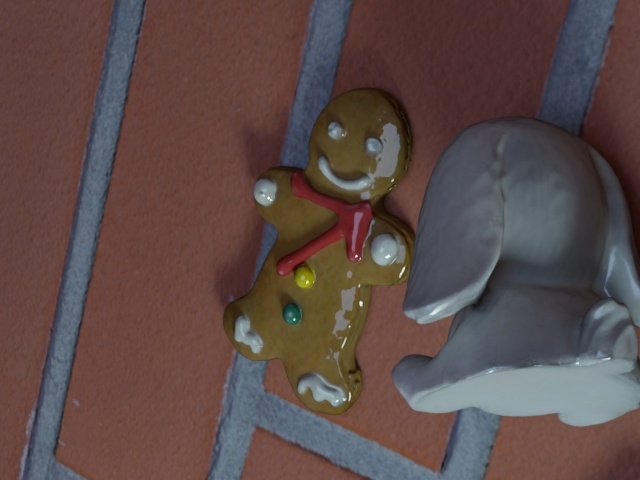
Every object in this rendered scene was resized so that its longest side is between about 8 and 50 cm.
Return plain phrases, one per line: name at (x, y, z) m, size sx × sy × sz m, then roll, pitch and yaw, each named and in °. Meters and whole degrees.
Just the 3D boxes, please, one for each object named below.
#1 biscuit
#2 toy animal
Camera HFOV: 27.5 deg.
biscuit at (0.000, 0.000, 1.379) m, size 0.216 × 0.047 × 0.340 m, roll 32°, pitch 111°, yaw 28°
toy animal at (0.189, 0.014, 1.163) m, size 0.206 × 0.271 × 0.265 m, roll 136°, pitch 139°, yaw -57°
